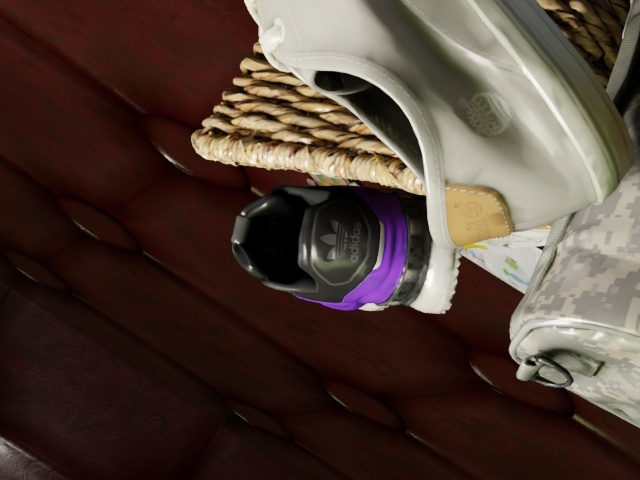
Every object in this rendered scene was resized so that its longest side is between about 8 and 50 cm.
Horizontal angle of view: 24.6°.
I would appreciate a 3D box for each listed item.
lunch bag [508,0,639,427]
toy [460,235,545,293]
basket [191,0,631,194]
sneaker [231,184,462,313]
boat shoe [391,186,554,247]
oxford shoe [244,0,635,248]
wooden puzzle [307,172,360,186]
[{"bbox_3d":[0.274,-0.013,0.886,0.256,0.305,0.212,24,162,1],"label":"lunch bag"},{"bbox_3d":[0.223,0.021,1.404,0.237,0.056,0.137,28,165,23],"label":"toy"},{"bbox_3d":[0.095,-0.080,1.093,0.299,0.223,0.213,10,152,43],"label":"basket"},{"bbox_3d":[0.000,-0.001,1.130,0.146,0.102,0.293,6,176,-13],"label":"sneaker"},{"bbox_3d":[0.186,-0.042,1.264,0.096,0.098,0.277,23,164,-39],"label":"boat shoe"},{"bbox_3d":[0.001,-0.172,0.866,0.449,0.130,0.169,54,-179,21],"label":"oxford shoe"},{"bbox_3d":[0.015,-0.061,1.578,0.083,0.006,0.049,12,153,43],"label":"wooden puzzle"}]
